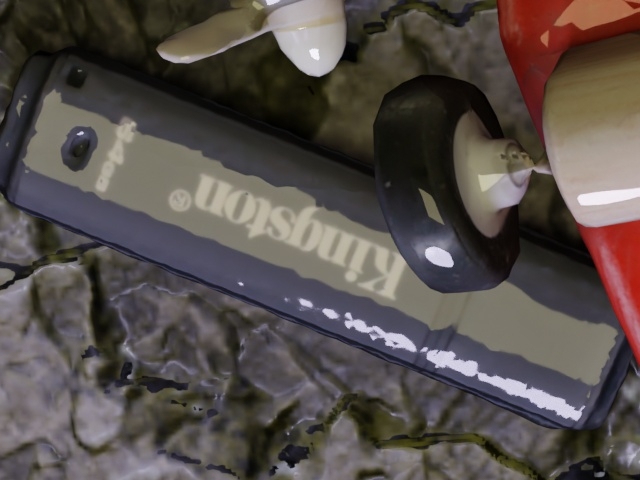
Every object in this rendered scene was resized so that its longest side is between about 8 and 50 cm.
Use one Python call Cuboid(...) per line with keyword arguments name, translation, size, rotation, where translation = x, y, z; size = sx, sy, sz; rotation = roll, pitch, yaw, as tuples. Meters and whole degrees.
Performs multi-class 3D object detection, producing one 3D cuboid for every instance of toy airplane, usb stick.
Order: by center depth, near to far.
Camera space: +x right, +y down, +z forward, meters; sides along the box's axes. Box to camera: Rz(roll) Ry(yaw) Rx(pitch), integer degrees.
Cuboid(name="toy airplane", translation=(0.109, -0.173, 0.515), size=(0.386, 0.272, 0.384), rotation=(37, 104, 22))
Cuboid(name="usb stick", translation=(0.000, 0.000, 0.674), size=(0.278, 0.045, 0.077), rotation=(22, 108, -1))
